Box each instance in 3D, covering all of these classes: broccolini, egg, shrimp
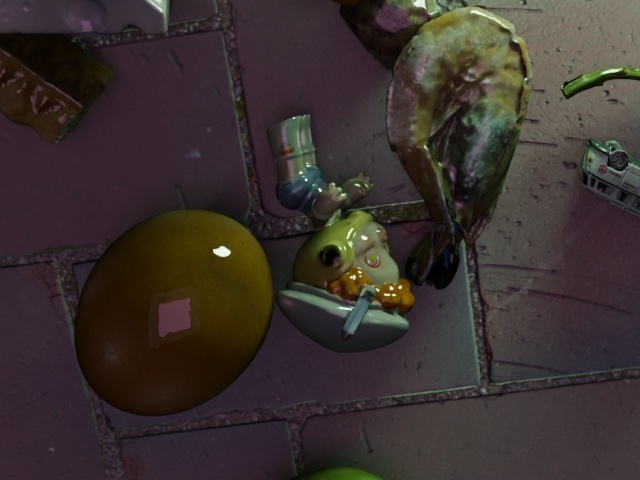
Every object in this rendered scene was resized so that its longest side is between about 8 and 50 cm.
[{"bbox_3d":[0.500,-0.204,1.596,0.272,0.062,0.123,3,90,-4],"label":"broccolini"},{"bbox_3d":[-0.228,0.113,1.598,0.282,0.282,0.351,39,110,-8],"label":"egg"},{"bbox_3d":[0.198,-0.134,1.595,0.221,0.110,0.445,3,108,-12],"label":"shrimp"}]

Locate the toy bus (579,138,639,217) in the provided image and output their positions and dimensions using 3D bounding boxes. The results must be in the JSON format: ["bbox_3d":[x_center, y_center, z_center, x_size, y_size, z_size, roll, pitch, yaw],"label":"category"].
[{"bbox_3d":[0.493,-0.087,1.616,0.194,0.087,0.089,25,108,-3],"label":"toy bus"}]

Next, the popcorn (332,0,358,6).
[{"bbox_3d":[0.051,-0.459,1.451,0.332,0.265,0.225,-18,127,-12],"label":"popcorn"}]

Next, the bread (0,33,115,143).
[{"bbox_3d":[-0.466,-0.270,1.589,0.268,0.130,0.152,34,67,-6],"label":"bread"}]

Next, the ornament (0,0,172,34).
[{"bbox_3d":[-0.328,-0.445,1.432,0.239,0.239,0.239,0,129,-1],"label":"ornament"}]

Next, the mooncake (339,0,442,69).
[{"bbox_3d":[0.104,-0.343,1.572,0.130,0.073,0.125,44,104,-7],"label":"mooncake"}]

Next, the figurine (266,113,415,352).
[{"bbox_3d":[0.009,-0.005,1.634,0.205,0.224,0.381,-21,77,19],"label":"figurine"}]

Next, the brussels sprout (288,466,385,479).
[{"bbox_3d":[0.020,0.536,1.721,0.328,0.247,0.328,1,102,5],"label":"brussels sprout"}]
